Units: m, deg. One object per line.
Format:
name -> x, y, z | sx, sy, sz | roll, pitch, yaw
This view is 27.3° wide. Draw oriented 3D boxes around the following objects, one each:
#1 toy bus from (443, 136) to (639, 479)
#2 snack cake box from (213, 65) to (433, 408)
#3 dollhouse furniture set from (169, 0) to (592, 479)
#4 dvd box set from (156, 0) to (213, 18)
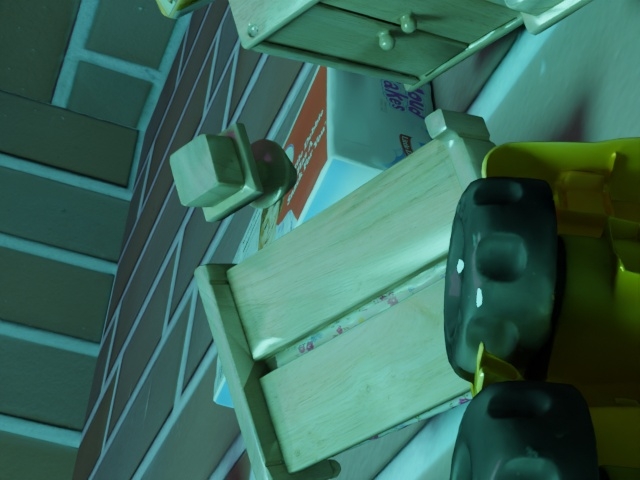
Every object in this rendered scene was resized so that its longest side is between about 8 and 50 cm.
toy bus -> 0.106, 0.103, 0.422 | 0.220, 0.149, 0.211 | -87, 2, -50
snack cake box -> 0.000, 0.000, 1.035 | 0.152, 0.089, 0.264 | -88, 19, -50
dollhouse furniture set -> 0.097, -0.011, 0.734 | 0.303, 0.173, 0.356 | -30, 69, 36
dvd box set -> 0.070, -0.255, 0.676 | 0.062, 0.307, 0.420 | 61, 162, -1
